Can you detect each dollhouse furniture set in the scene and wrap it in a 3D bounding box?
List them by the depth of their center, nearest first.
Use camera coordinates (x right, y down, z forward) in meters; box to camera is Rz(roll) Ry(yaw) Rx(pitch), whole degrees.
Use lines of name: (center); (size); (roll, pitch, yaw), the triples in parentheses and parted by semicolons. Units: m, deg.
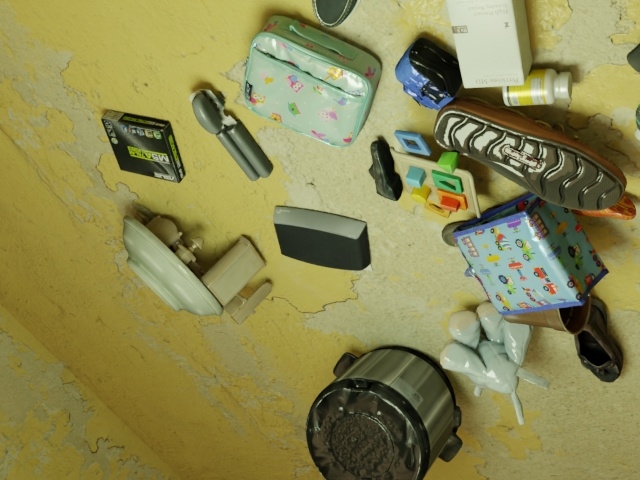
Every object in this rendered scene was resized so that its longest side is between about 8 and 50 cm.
dollhouse furniture set: (-0.338, 0.036, 2.214); (0.355, 0.174, 0.303); (33, 161, 41)

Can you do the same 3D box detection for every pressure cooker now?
pressure cooker: (0.200, 0.508, 2.159); (0.376, 0.420, 0.369); (-12, 97, 28)

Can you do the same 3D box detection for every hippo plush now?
hippo plush: (0.456, 0.295, 1.959); (0.294, 0.234, 0.236); (36, 176, 13)

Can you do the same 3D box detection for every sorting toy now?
sorting toy: (0.240, -0.111, 1.584); (0.196, 0.047, 0.347); (23, 165, 26)

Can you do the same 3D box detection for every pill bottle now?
pill bottle: (0.400, -0.282, 1.376); (0.116, 0.065, 0.065); (3, 137, 28)

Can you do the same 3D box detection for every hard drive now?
hard drive: (0.000, 0.000, 1.958); (0.255, 0.054, 0.172); (11, 139, 20)

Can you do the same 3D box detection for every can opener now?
can opener: (-0.219, -0.244, 1.780); (0.074, 0.093, 0.280); (-9, 135, 37)

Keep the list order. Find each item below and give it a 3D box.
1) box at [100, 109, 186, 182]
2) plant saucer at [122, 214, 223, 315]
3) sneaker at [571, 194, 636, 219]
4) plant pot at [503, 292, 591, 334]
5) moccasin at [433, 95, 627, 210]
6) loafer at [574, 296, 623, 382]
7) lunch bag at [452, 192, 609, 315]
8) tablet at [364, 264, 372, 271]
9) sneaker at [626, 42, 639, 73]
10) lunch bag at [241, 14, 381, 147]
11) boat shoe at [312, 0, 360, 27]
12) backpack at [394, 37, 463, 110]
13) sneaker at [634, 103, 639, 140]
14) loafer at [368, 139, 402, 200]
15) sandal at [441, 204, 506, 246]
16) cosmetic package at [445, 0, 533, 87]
box: (-0.461, -0.244, 1.955); (0.191, 0.045, 0.184); (14, 139, 18)
plant saucer: (-0.456, 0.102, 2.177); (0.400, 0.100, 0.400); (41, 165, 13)
sneaker: (0.558, -0.078, 1.535); (0.175, 0.064, 0.067); (21, 147, 25)
plant pot: (0.512, 0.130, 1.732); (0.165, 0.167, 0.167); (-2, 135, 44)
moccasin: (0.407, -0.175, 1.455); (0.380, 0.147, 0.139); (22, 128, 13)
loafer: (0.669, 0.266, 1.838); (0.109, 0.095, 0.302); (-3, 134, 34)
lunch bag: (0.414, 0.043, 1.596); (0.293, 0.138, 0.221); (-26, 98, 53)
tablet: (0.097, 0.061, 2.013); (0.083, 0.006, 0.054); (6, 138, 25)
sneaker: (0.627, -0.301, 1.225); (0.222, 0.083, 0.118); (21, 162, -3)
lunch bag: (-0.026, -0.328, 1.540); (0.279, 0.108, 0.224); (24, 143, 4)
boat shoe: (0.026, -0.495, 1.325); (0.114, 0.091, 0.302); (20, 142, 9)
backpack: (0.201, -0.315, 1.430); (0.120, 0.098, 0.101); (36, 146, -13)
sneaker: (0.635, -0.220, 1.314); (0.166, 0.065, 0.076); (-6, 128, 33)
loafer: (0.134, -0.156, 1.691); (0.061, 0.062, 0.170); (8, 138, 30)
sandal: (0.366, -0.018, 1.713); (0.219, 0.060, 0.090); (-15, 126, 42)
cosmetic package: (0.294, -0.383, 1.306); (0.117, 0.085, 0.231); (3, 136, 29)
